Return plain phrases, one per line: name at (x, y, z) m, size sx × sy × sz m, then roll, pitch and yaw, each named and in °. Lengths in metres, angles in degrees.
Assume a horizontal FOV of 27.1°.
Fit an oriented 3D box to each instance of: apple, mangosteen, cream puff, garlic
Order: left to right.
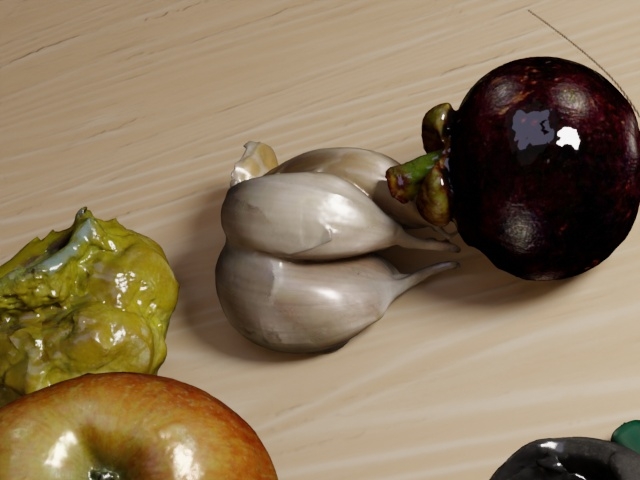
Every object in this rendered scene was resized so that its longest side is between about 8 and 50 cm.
cream puff at (-0.299, 0.077, 1.484) m, size 0.282 × 0.185 × 0.282 m, roll -11°, pitch 52°, yaw 14°
apple at (-0.199, 0.252, 1.232) m, size 0.309 × 0.250 × 0.277 m, roll -29°, pitch 53°, yaw 2°
garlic at (0.000, 0.000, 1.461) m, size 0.292 × 0.210 × 0.237 m, roll 19°, pitch 28°, yaw 40°
mangosteen at (0.195, -0.071, 1.341) m, size 0.265 × 0.228 × 0.228 m, roll -1°, pitch 51°, yaw 13°

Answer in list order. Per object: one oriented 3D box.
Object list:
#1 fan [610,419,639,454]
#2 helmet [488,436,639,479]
fan at (0.305, 0.219, 1.176) m, size 0.082 × 0.039 × 0.155 m, roll -30°, pitch 45°, yaw 0°
helmet at (0.212, 0.289, 1.087) m, size 0.198 × 0.154 × 0.253 m, roll 4°, pitch 81°, yaw 51°
